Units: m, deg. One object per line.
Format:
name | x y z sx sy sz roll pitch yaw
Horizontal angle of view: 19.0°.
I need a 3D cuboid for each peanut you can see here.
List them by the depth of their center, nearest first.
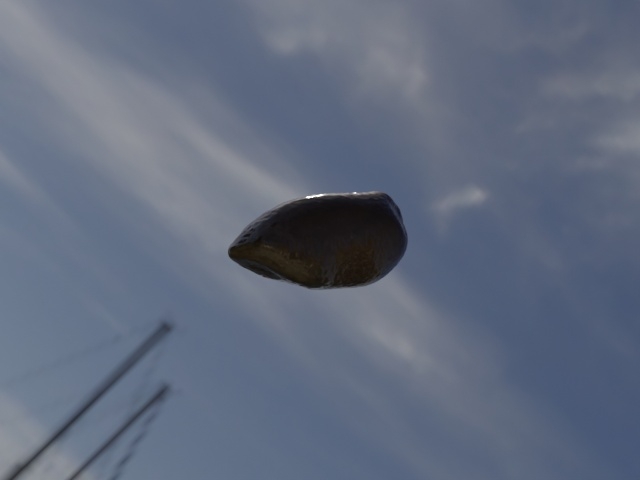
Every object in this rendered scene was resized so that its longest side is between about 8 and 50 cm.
peanut | 0.000 0.000 1.405 0.076 0.152 0.076 20 -65 52
